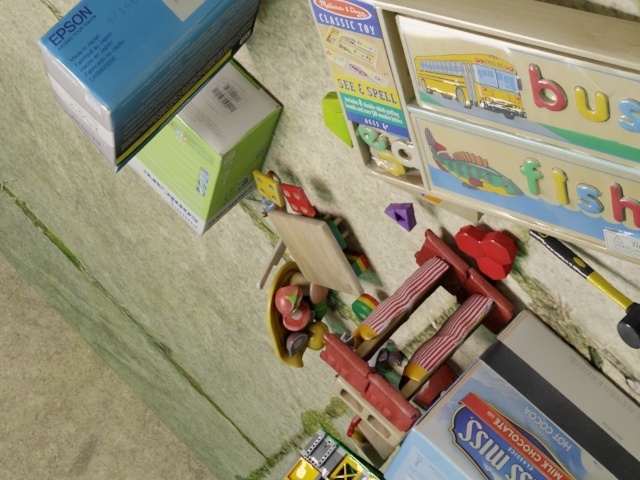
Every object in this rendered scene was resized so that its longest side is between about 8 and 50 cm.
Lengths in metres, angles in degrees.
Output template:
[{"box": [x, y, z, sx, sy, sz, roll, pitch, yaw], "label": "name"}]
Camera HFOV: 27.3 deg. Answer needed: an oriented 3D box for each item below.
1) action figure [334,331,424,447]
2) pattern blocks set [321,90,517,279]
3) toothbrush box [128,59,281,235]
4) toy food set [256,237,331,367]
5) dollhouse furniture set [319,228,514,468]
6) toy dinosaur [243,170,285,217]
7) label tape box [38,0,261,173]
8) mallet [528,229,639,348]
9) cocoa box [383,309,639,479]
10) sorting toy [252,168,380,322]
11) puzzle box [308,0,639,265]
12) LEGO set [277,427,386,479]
[{"box": [0.106, 0.244, 2.047, 0.285, 0.099, 0.185, 47, 167, 29], "label": "action figure"}, {"box": [0.125, -0.100, 1.503, 0.285, 0.026, 0.325, 30, 153, 18], "label": "pattern blocks set"}, {"box": [-0.186, -0.160, 1.860, 0.206, 0.122, 0.283, 44, 156, 8], "label": "toothbrush box"}, {"box": [-0.024, 0.103, 2.025, 0.071, 0.128, 0.218, 8, 135, 26], "label": "toy food set"}, {"box": [0.110, 0.157, 1.780, 0.152, 0.201, 0.374, 42, 163, 10], "label": "dollhouse furniture set"}, {"box": [-0.069, -0.069, 1.939, 0.090, 0.047, 0.082, 17, 152, -15], "label": "toy dinosaur"}, {"box": [-0.188, -0.225, 1.512, 0.115, 0.249, 0.347, 44, 169, -1], "label": "label tape box"}, {"box": [0.294, 0.048, 1.434, 0.189, 0.062, 0.039, 35, 154, 27], "label": "mallet"}, {"box": [0.289, 0.308, 1.653, 0.347, 0.228, 0.231, 42, 157, 12], "label": "cocoa box"}, {"box": [0.000, 0.000, 1.891, 0.132, 0.046, 0.274, 14, 141, 52], "label": "sorting toy"}, {"box": [0.184, -0.123, 1.299, 0.409, 0.052, 0.272, 20, 146, 34], "label": "puzzle box"}, {"box": [0.047, 0.425, 1.854, 0.255, 0.192, 0.331, 38, 176, 22], "label": "LEGO set"}]
